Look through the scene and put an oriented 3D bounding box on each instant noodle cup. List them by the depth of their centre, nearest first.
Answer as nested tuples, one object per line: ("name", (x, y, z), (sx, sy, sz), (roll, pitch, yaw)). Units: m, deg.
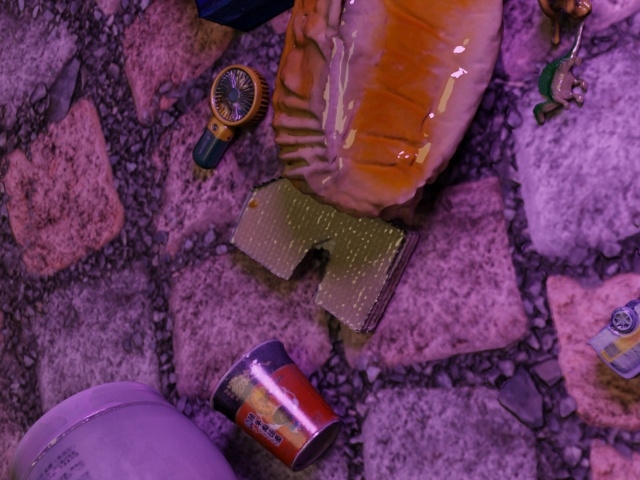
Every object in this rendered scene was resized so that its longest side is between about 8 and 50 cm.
("instant noodle cup", (-0.050, 0.211, 1.565), (0.135, 0.127, 0.127), (43, 111, 21))

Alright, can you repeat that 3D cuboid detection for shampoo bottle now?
("shampoo bottle", (-0.243, 0.340, 1.592), (0.273, 0.273, 0.266), (-54, 50, 19))

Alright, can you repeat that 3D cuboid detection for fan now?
("fan", (-0.124, -0.163, 1.686), (0.082, 0.039, 0.155), (46, 113, 28))

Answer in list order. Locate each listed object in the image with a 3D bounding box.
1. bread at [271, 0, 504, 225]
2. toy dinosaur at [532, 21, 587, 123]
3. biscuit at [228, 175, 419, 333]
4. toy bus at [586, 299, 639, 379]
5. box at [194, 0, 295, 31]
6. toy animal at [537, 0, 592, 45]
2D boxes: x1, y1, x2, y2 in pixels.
("bread", (0.074, -0.220, 1.445), (0.236, 0.183, 0.389), (21, 97, -11))
("toy dinosaur", (0.272, -0.190, 1.419), (0.060, 0.029, 0.120), (15, 95, 47))
("biscuit", (0.000, 0.000, 1.582), (0.250, 0.046, 0.147), (32, 106, 32))
("toy bus", (0.372, 0.070, 1.309), (0.190, 0.064, 0.075), (-44, 76, 25))
("box", (-0.055, -0.450, 1.617), (0.279, 0.116, 0.261), (-24, 73, 30))
("toy animal", (0.247, -0.314, 1.377), (0.073, 0.136, 0.181), (6, 91, 35))
